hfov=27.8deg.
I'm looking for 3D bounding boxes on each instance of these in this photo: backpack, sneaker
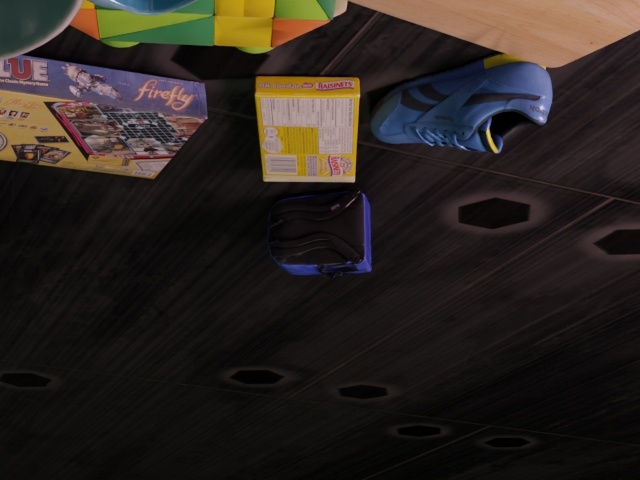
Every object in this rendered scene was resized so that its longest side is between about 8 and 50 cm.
[{"bbox_3d":[0.000,0.000,1.551,0.120,0.098,0.101,-4,161,9],"label":"backpack"},{"bbox_3d":[0.133,-0.120,1.279,0.209,0.082,0.069,-15,155,37],"label":"sneaker"}]

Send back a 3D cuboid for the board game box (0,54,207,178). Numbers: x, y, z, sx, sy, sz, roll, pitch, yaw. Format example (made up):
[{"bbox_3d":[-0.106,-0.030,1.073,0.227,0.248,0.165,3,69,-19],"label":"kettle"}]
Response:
[{"bbox_3d":[-0.257,-0.124,1.306,0.243,0.042,0.165,6,158,-26],"label":"board game box"}]

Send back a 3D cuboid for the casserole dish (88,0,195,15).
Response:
[{"bbox_3d":[-0.108,-0.220,0.925,0.188,0.037,0.114,-18,151,39],"label":"casserole dish"}]

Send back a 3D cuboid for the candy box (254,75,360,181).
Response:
[{"bbox_3d":[-0.013,-0.114,1.367,0.105,0.027,0.206,-1,158,-1],"label":"candy box"}]

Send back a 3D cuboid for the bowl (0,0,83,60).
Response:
[{"bbox_3d":[-0.297,-0.260,0.841,0.311,0.163,0.311,2,155,1],"label":"bowl"}]

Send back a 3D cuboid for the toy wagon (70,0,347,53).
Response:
[{"bbox_3d":[-0.068,-0.234,1.026,0.344,0.068,0.267,3,158,-4],"label":"toy wagon"}]

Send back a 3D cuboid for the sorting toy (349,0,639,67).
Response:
[{"bbox_3d":[0.186,-0.239,0.948,0.257,0.089,0.255,9,157,-42],"label":"sorting toy"}]
